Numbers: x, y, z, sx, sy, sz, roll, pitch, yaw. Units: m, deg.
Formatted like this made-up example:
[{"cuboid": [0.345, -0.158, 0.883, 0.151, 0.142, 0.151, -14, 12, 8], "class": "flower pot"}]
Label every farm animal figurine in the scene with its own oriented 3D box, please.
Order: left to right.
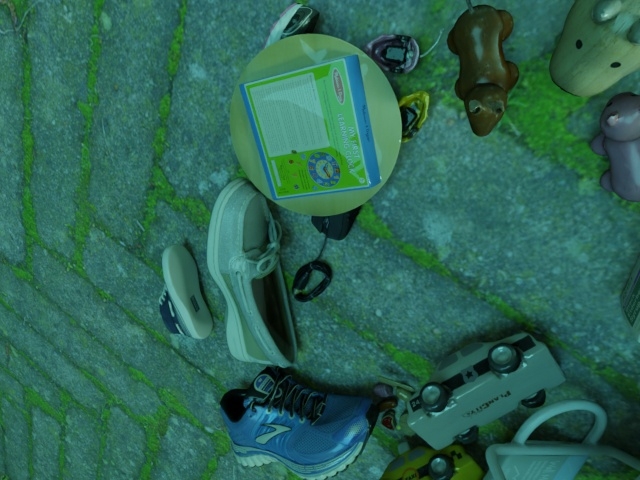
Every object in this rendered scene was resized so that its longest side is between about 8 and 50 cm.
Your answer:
[{"cuboid": [0.258, -0.170, 0.276, 0.330, 0.172, 0.326, 22, 119, 19], "class": "farm animal figurine"}]

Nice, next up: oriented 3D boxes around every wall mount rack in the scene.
[{"cuboid": [0.326, 0.366, 0.503, 0.304, 0.130, 0.349, 6, 118, -8], "class": "wall mount rack"}]

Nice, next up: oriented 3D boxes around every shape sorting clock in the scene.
[{"cuboid": [-0.009, -0.126, 0.468, 0.206, 0.040, 0.206, 9, 118, 17], "class": "shape sorting clock"}]

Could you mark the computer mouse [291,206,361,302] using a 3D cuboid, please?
[{"cuboid": [0.000, 0.000, 0.565, 0.071, 0.041, 0.242, 27, 121, 15], "class": "computer mouse"}]

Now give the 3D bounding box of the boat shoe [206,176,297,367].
[{"cuboid": [-0.090, 0.061, 0.599, 0.103, 0.118, 0.320, 10, 119, 18], "class": "boat shoe"}]

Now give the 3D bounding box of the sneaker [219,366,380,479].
[{"cuboid": [-0.057, 0.293, 0.667, 0.330, 0.130, 0.147, -20, 103, 33], "class": "sneaker"}]

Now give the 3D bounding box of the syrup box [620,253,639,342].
[{"cuboid": [0.413, 0.064, 0.340, 0.237, 0.096, 0.093, 14, 115, 21], "class": "syrup box"}]

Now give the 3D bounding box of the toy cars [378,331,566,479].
[{"cuboid": [0.172, 0.266, 0.555, 0.177, 0.087, 0.393, 8, 118, -14], "class": "toy cars"}]

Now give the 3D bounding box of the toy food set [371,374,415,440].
[{"cuboid": [0.117, 0.257, 0.626, 0.078, 0.019, 0.122, 12, 124, 24], "class": "toy food set"}]

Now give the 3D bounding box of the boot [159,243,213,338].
[{"cuboid": [-0.267, 0.097, 0.729, 0.086, 0.069, 0.189, -1, 112, 25], "class": "boot"}]

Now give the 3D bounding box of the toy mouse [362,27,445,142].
[{"cuboid": [0.066, -0.181, 0.459, 0.143, 0.031, 0.161, 38, 123, 9], "class": "toy mouse"}]

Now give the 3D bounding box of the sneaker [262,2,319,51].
[{"cuboid": [-0.034, -0.193, 0.496, 0.077, 0.072, 0.178, 30, 130, 0], "class": "sneaker"}]

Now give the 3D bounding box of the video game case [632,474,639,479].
[{"cuboid": [0.413, 0.291, 0.368, 0.270, 0.061, 0.244, 37, 101, -9], "class": "video game case"}]
